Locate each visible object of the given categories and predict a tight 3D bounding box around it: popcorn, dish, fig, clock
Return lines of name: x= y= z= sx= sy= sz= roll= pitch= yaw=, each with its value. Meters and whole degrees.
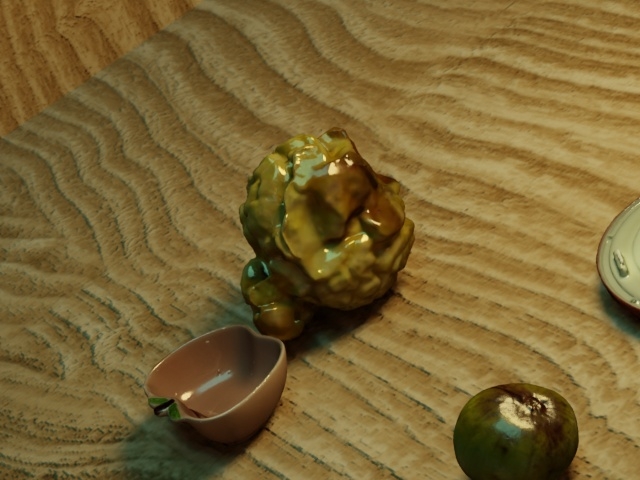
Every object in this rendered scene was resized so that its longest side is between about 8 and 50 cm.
popcorn: x=0.000 y=0.000 z=2.096 sx=0.332 sy=0.265 sz=0.225 roll=-71 pitch=19 yaw=0
dish: x=-0.140 y=0.218 z=2.004 sx=0.213 sy=0.090 sz=0.213 roll=-16 pitch=31 yaw=10
fig: x=0.233 y=0.235 z=1.693 sx=0.153 sy=0.120 sz=0.136 roll=-6 pitch=31 yaw=28
clock: x=0.525 y=0.000 z=1.882 sx=0.319 sy=0.080 sz=0.318 roll=-18 pitch=32 yaw=12
